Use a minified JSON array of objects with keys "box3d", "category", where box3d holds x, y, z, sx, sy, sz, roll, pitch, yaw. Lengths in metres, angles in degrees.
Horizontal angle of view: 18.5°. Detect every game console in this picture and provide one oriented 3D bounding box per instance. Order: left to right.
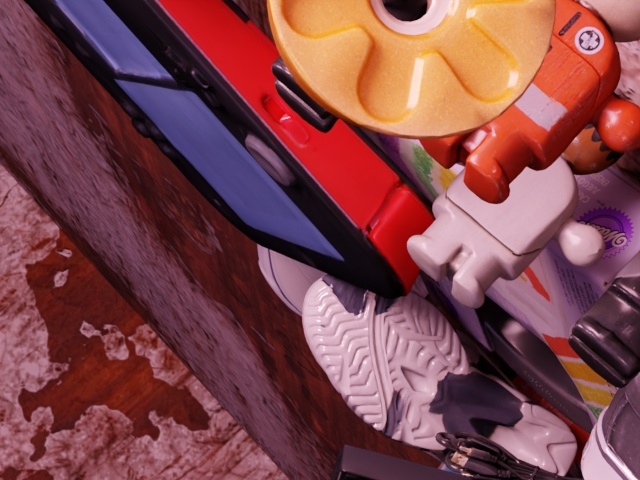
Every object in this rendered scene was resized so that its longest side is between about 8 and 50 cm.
[{"box3d":[-0.097,-0.108,1.261,0.342,0.060,0.386,43,172,-18],"category":"game console"}]

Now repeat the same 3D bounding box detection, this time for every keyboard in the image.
[{"box3d":[0.164,0.190,1.325,0.317,0.033,0.201,14,154,1],"category":"keyboard"}]

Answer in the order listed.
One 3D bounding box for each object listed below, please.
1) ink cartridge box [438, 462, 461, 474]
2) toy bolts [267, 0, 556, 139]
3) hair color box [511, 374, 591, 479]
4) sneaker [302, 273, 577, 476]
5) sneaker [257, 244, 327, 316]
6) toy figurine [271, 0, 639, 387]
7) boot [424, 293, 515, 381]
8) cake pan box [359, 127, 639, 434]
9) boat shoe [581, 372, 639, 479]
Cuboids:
[{"box3d":[0.165,0.319,1.573,0.270,0.197,0.198,35,169,6],"category":"ink cartridge box"},{"box3d":[0.114,-0.113,0.623,0.228,0.218,0.158,33,164,-10],"category":"toy bolts"},{"box3d":[0.206,0.166,1.437,0.167,0.053,0.093,34,159,49],"category":"hair color box"},{"box3d":[0.062,0.093,1.395,0.235,0.094,0.153,30,177,-23],"category":"sneaker"},{"box3d":[0.000,0.000,1.571,0.091,0.094,0.258,46,168,37],"category":"sneaker"},{"box3d":[0.108,-0.058,0.920,0.209,0.148,0.213,50,167,-30],"category":"toy figurine"},{"box3d":[0.128,0.112,1.549,0.152,0.073,0.197,40,166,8],"category":"boot"},{"box3d":[0.136,0.016,1.203,0.246,0.070,0.267,44,168,36],"category":"cake pan box"},{"box3d":[0.284,0.161,1.042,0.301,0.108,0.102,36,130,18],"category":"boat shoe"}]
